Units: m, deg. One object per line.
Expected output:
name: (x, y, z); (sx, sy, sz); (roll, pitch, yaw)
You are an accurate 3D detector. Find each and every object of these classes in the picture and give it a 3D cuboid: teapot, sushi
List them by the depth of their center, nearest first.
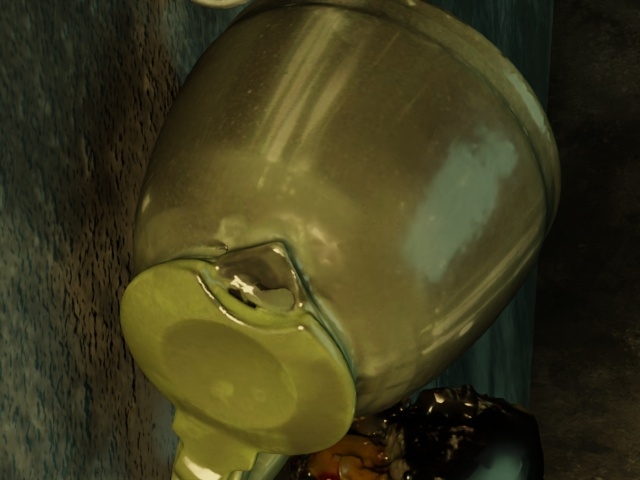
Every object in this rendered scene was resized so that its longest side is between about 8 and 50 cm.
teapot: (-0.030, 0.019, 0.909); (0.239, 0.321, 0.239); (44, 49, -11)
sushi: (0.061, 0.229, 1.167); (0.213, 0.200, 0.204); (108, -6, -53)

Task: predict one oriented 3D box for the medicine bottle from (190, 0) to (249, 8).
medicine bottle: (-0.043, -0.216, 0.994); (0.203, 0.083, 0.083); (-62, 149, -63)
